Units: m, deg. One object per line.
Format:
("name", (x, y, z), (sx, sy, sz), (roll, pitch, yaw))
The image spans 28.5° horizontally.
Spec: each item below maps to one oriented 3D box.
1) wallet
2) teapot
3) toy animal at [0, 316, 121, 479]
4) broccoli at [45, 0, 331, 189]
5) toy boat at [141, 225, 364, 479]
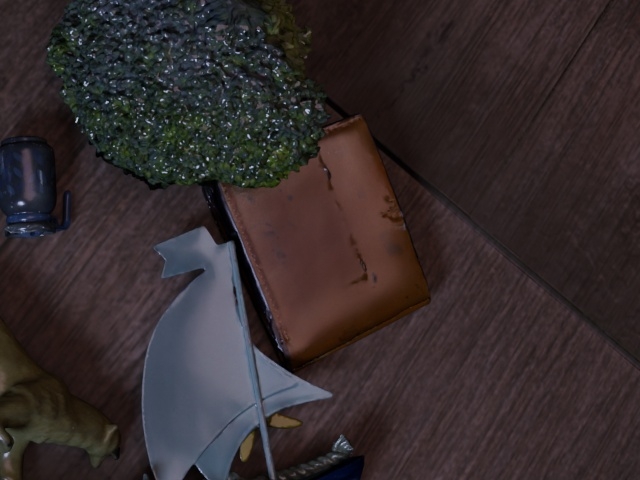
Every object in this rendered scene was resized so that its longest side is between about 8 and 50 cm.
("wallet", (0.000, 0.000, 1.144), (0.161, 0.042, 0.195), (-25, 94, -16))
("teapot", (-0.244, -0.043, 1.059), (0.049, 0.063, 0.083), (-5, 85, 10))
("toy animal", (-0.253, 0.120, 1.006), (0.218, 0.103, 0.101), (46, 51, -7))
("broccoli", (-0.115, -0.139, 1.056), (0.176, 0.226, 0.198), (-1, 102, -39))
("toy boat", (-0.080, 0.130, 1.067), (0.220, 0.067, 0.291), (-10, 87, -17))
